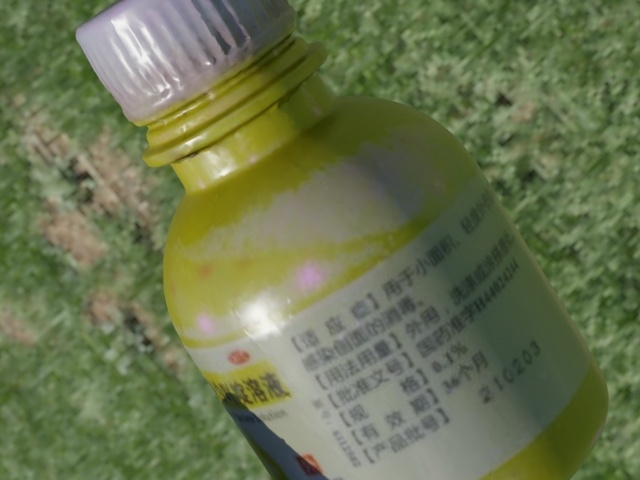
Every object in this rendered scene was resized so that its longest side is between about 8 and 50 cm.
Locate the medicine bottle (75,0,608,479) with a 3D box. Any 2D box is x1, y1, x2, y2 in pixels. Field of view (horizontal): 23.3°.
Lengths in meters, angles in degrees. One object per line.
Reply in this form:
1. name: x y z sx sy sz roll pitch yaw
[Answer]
1. medicine bottle: 0.000 0.000 0.541 0.212 0.122 0.122 57 152 -12
